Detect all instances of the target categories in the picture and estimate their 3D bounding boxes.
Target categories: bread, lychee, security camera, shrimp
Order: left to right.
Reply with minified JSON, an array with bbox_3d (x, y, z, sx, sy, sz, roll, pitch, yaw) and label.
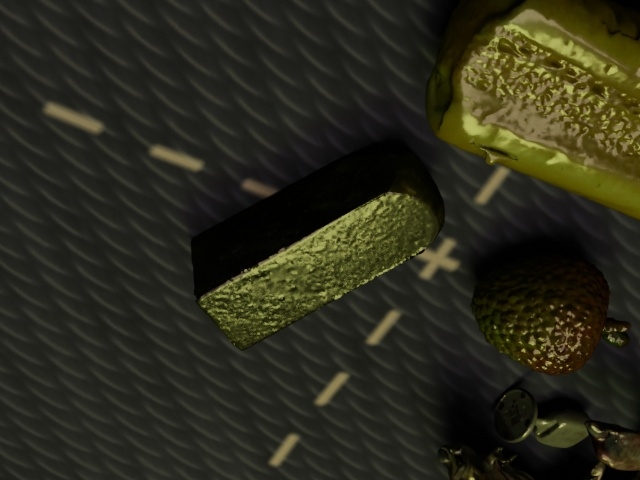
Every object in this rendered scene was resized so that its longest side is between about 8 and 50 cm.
[{"bbox_3d":[0.223,0.180,1.538,0.092,0.058,0.058,18,125,-36],"label":"security camera"},{"bbox_3d":[0.208,0.066,1.399,0.146,0.114,0.114,14,129,7],"label":"lychee"},{"bbox_3d":[0.237,0.240,1.523,0.247,0.085,0.360,-32,143,25],"label":"shrimp"},{"bbox_3d":[0.264,-0.103,1.266,0.383,0.112,0.166,20,122,-20],"label":"bread"}]

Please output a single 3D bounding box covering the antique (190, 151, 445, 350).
[{"bbox_3d":[0.000,0.000,1.340,0.221,0.080,0.081,-28,128,14],"label":"antique"}]
